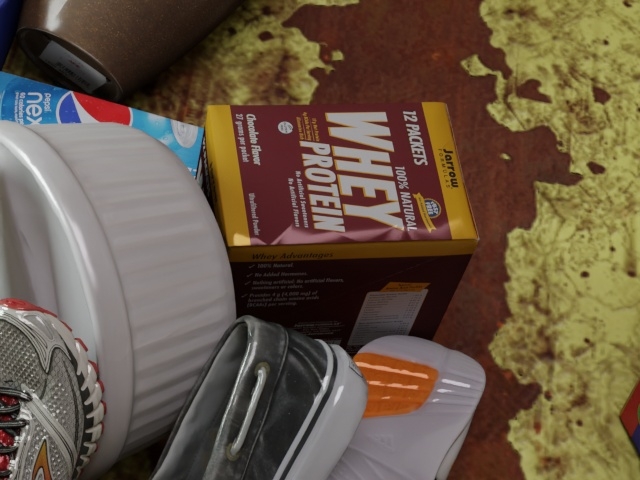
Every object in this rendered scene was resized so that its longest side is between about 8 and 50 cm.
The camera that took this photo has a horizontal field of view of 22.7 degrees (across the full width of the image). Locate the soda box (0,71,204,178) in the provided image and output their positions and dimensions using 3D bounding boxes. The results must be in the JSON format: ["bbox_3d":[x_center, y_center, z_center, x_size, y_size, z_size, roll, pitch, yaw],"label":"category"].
[{"bbox_3d":[-0.193,-0.074,1.336,0.210,0.071,0.067,15,56,-1],"label":"soda box"}]

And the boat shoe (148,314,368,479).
[{"bbox_3d":[-0.100,0.200,1.083,0.119,0.121,0.335,32,83,-25],"label":"boat shoe"}]

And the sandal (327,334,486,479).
[{"bbox_3d":[0.044,0.164,1.179,0.102,0.076,0.265,21,35,10],"label":"sandal"}]

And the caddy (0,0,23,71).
[{"bbox_3d":[-0.365,-0.263,1.360,0.241,0.179,0.341,14,56,-3],"label":"caddy"}]

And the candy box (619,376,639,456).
[{"bbox_3d":[0.426,0.081,1.244,0.317,0.268,0.122,-13,57,-19],"label":"candy box"}]

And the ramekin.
[{"bbox_3d":[-0.170,0.036,1.162,0.127,0.273,0.273,-14,61,-33],"label":"ramekin"}]

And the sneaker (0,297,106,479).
[{"bbox_3d":[-0.198,0.148,1.025,0.088,0.225,0.093,9,13,28],"label":"sneaker"}]

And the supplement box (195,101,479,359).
[{"bbox_3d":[0.000,0.000,1.253,0.191,0.194,0.129,-2,58,-13],"label":"supplement box"}]

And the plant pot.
[{"bbox_3d":[-0.159,-0.240,1.391,0.215,0.215,0.230,28,71,7],"label":"plant pot"}]
